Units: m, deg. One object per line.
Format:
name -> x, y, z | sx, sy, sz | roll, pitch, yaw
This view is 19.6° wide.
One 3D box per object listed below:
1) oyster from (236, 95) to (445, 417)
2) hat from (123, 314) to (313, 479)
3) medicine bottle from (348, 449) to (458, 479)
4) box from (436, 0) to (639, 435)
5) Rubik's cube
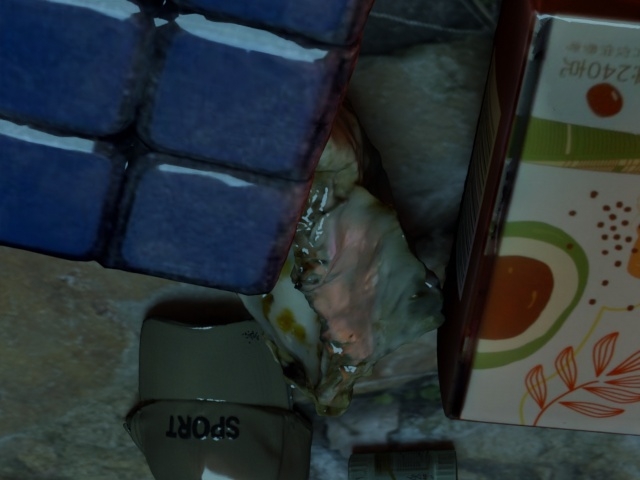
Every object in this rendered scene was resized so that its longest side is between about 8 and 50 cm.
oyster -> 0.005, -0.001, 1.210 | 0.110, 0.166, 0.341 | -34, 133, -14
hat -> -0.085, 0.130, 1.369 | 0.147, 0.085, 0.175 | -1, 135, 5
medicine bottle -> 0.065, 0.187, 1.443 | 0.083, 0.047, 0.047 | -3, 133, 6
box -> 0.288, -0.025, 1.178 | 0.385, 0.122, 0.344 | 5, 134, -3
Rubik's cube -> -0.134, -0.227, 0.856 | 0.337, 0.344, 0.344 | 13, 132, -9
